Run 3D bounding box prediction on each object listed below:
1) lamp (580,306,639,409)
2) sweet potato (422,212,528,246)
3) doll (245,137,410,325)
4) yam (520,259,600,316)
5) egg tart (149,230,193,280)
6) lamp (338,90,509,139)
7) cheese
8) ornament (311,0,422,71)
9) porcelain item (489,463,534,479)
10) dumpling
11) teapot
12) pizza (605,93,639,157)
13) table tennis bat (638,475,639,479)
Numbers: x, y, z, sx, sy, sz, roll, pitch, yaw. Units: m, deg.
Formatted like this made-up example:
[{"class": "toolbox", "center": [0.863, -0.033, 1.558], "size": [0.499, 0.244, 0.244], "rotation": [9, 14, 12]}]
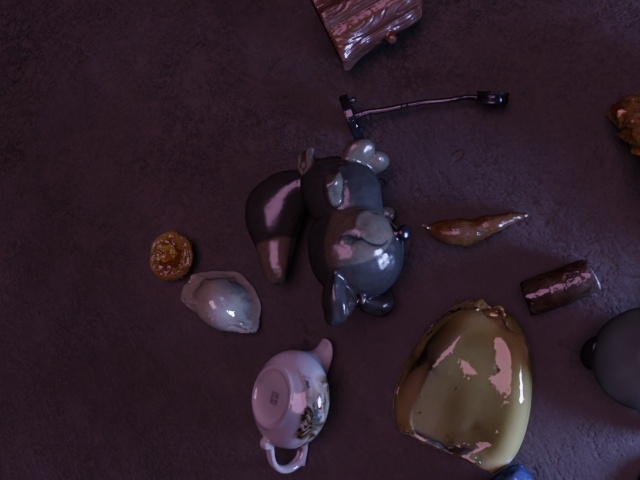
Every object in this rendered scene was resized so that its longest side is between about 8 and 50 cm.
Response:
[{"class": "lamp", "center": [0.606, 0.235, 1.006], "size": [0.197, 0.198, 0.244], "rotation": [-39, 88, 8]}, {"class": "sweet potato", "center": [0.329, -0.021, 1.200], "size": [0.226, 0.068, 0.068], "rotation": [-7, 78, 3]}, {"class": "doll", "center": [0.022, 0.005, 1.246], "size": [0.378, 0.252, 0.383], "rotation": [-20, 69, 47]}, {"class": "yam", "center": [0.471, 0.092, 1.122], "size": [0.141, 0.079, 0.079], "rotation": [-24, 74, 14]}, {"class": "egg tart", "center": [-0.369, 0.039, 1.424], "size": [0.130, 0.052, 0.130], "rotation": [-4, 79, 19]}, {"class": "lamp", "center": [0.226, -0.280, 1.280], "size": [0.371, 0.130, 0.109], "rotation": [0, 103, 5]}, {"class": "cheese", "center": [0.293, 0.273, 1.130], "size": [0.259, 0.128, 0.316], "rotation": [16, 92, 13]}, {"class": "ornament", "center": [0.099, -0.547, 1.294], "size": [0.217, 0.221, 0.235], "rotation": [-26, 47, 9]}, {"class": "porcelain item", "center": [0.353, 0.500, 1.053], "size": [0.147, 0.147, 0.114], "rotation": [-44, 68, 7]}, {"class": "dumpling", "center": [-0.224, 0.138, 1.339], "size": [0.111, 0.181, 0.155], "rotation": [-25, 36, 48]}, {"class": "teapot", "center": [-0.061, 0.353, 1.226], "size": [0.204, 0.139, 0.298], "rotation": [16, 89, 47]}, {"class": "pizza", "center": [0.686, -0.224, 1.033], "size": [0.251, 0.074, 0.288], "rotation": [-29, 43, 17]}, {"class": "table tennis bat", "center": [0.689, 0.535, 0.997], "size": [0.200, 0.038, 0.310], "rotation": [-25, 70, 14]}]
